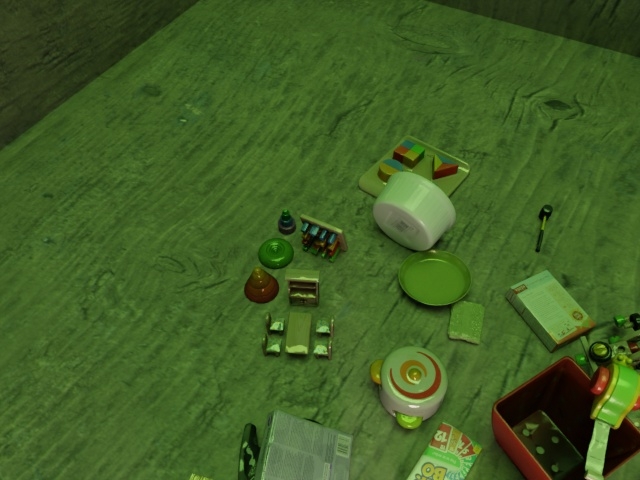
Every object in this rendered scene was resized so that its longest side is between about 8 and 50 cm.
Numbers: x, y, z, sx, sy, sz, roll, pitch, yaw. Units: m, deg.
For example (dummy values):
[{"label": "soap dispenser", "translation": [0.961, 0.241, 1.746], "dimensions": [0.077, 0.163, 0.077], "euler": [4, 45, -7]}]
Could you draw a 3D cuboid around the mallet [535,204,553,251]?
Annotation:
[{"label": "mallet", "translation": [0.800, -0.047, 1.908], "dimensions": [0.039, 0.062, 0.189], "euler": [16, 55, 14]}]

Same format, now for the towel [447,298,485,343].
[{"label": "towel", "translation": [0.469, 0.259, 1.710], "dimensions": [0.110, 0.027, 0.148], "euler": [11, 53, 9]}]

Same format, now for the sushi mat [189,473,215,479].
[{"label": "sushi mat", "translation": [-0.335, 0.773, 1.352], "dimensions": [0.151, 0.019, 0.316], "euler": [18, 56, 13]}]

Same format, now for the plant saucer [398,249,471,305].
[{"label": "plant saucer", "translation": [0.384, 0.131, 1.790], "dimensions": [0.241, 0.037, 0.241], "euler": [-3, 46, 3]}]

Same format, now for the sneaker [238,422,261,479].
[{"label": "sneaker", "translation": [-0.158, 0.609, 1.433], "dimensions": [0.130, 0.087, 0.227], "euler": [1, 48, -10]}]

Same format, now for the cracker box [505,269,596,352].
[{"label": "cracker box", "translation": [0.734, 0.223, 1.705], "dimensions": [0.156, 0.067, 0.232], "euler": [-21, 56, -15]}]

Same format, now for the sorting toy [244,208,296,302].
[{"label": "sorting toy", "translation": [-0.167, 0.033, 1.838], "dimensions": [0.127, 0.126, 0.365], "euler": [13, 55, 11]}]

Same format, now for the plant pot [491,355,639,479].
[{"label": "plant pot", "translation": [0.607, 0.513, 1.385], "dimensions": [0.267, 0.236, 0.267], "euler": [-26, 57, -17]}]

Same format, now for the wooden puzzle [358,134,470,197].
[{"label": "wooden puzzle", "translation": [0.371, -0.266, 2.075], "dimensions": [0.322, 0.080, 0.348], "euler": [32, 60, 23]}]

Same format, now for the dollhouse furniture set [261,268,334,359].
[{"label": "dollhouse furniture set", "translation": [-0.064, 0.233, 1.661], "dimensions": [0.212, 0.161, 0.242], "euler": [3, 53, 4]}]

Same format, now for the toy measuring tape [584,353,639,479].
[{"label": "toy measuring tape", "translation": [0.688, 0.401, 1.249], "dimensions": [0.121, 0.121, 0.330], "euler": [22, 57, 17]}]

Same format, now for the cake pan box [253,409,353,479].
[{"label": "cake pan box", "translation": [-0.044, 0.596, 1.380], "dimensions": [0.246, 0.070, 0.267], "euler": [25, 52, -20]}]

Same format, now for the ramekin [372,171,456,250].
[{"label": "ramekin", "translation": [0.312, -0.092, 1.833], "dimensions": [0.277, 0.277, 0.135], "euler": [32, 67, 23]}]

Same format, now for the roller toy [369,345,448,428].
[{"label": "roller toy", "translation": [0.263, 0.407, 1.530], "dimensions": [0.191, 0.146, 0.209], "euler": [-27, 56, -18]}]

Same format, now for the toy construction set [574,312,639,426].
[{"label": "toy construction set", "translation": [0.871, 0.380, 1.527], "dimensions": [0.237, 0.257, 0.309], "euler": [-17, 76, 11]}]

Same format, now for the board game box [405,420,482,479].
[{"label": "board game box", "translation": [0.320, 0.629, 1.434], "dimensions": [0.124, 0.039, 0.259], "euler": [31, 62, 23]}]

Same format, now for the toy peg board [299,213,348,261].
[{"label": "toy peg board", "translation": [0.000, 0.000, 1.846], "dimensions": [0.161, 0.160, 0.079], "euler": [22, 72, 17]}]
